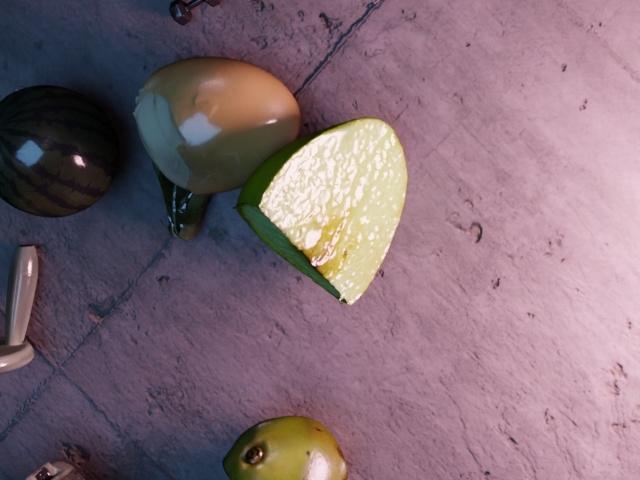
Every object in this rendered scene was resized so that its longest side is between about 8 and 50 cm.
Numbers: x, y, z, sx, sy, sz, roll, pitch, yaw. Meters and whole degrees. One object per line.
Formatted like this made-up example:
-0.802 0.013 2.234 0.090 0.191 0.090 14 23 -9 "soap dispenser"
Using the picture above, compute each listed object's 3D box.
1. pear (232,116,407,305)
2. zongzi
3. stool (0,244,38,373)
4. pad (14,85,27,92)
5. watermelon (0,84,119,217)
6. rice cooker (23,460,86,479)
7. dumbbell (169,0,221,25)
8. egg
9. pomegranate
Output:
0.009 -0.080 1.596 0.239 0.288 0.139 -50 46 -7 "pear"
-0.235 -0.064 1.749 0.119 0.055 0.109 27 110 22 "zongzi"
-0.573 0.111 1.816 0.195 0.195 0.198 3 98 17 "stool"
-0.466 -0.151 1.821 0.113 0.006 0.187 15 106 13 "pad"
-0.414 -0.137 1.702 0.212 0.212 0.212 4 103 16 "watermelon"
-0.449 0.537 1.831 0.288 0.288 0.277 -42 89 20 "rice cooker"
-0.189 -0.360 1.674 0.083 0.036 0.040 -26 94 21 "dumbbell"
-0.150 -0.171 1.620 0.245 0.201 0.201 -6 100 8 "egg"
-0.024 0.376 1.712 0.159 0.190 0.241 -39 88 -4 "pomegranate"
